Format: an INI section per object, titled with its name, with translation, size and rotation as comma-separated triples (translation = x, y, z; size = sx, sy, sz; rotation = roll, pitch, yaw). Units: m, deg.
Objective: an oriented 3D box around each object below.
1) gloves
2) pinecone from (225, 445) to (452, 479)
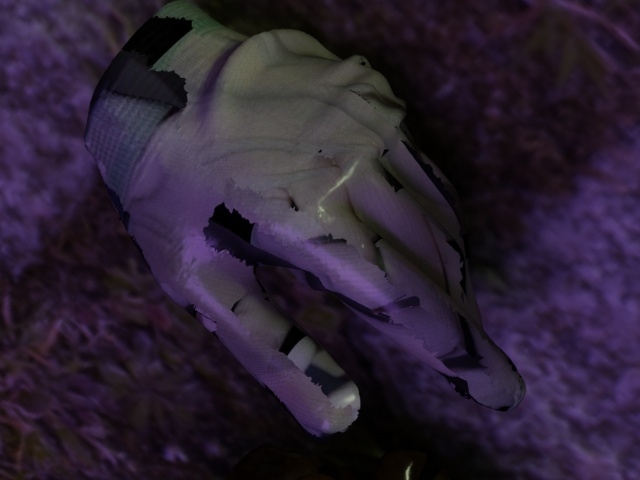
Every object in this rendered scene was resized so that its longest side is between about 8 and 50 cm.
[gloves]
translation = 0.004, -0.007, 0.696
size = 0.212, 0.127, 0.111
rotation = 33, 130, 12
[pinecone]
translation = -0.006, 0.195, 0.783
size = 0.202, 0.201, 0.229
rotation = 21, 129, 5
